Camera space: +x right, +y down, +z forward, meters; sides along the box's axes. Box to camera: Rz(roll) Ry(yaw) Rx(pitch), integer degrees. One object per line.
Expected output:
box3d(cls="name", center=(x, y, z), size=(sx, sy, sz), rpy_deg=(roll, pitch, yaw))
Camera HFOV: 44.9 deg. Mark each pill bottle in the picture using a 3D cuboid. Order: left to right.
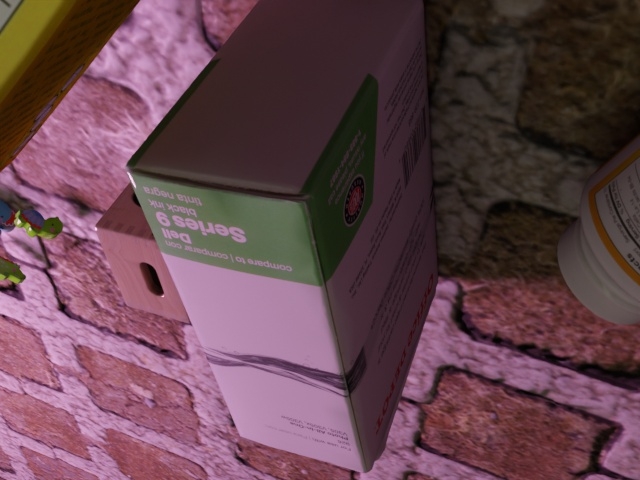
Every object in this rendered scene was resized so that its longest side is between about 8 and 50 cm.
box3d(cls="pill bottle", center=(0.242, -0.030, 0.467), size=(0.117, 0.117, 0.215), rpy_deg=(31, 142, -5))

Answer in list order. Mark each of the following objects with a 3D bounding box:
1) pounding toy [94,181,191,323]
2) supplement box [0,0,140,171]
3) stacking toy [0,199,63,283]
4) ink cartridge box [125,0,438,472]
box3d(cls="pounding toy", center=(-0.128, -0.005, 0.700), size=(0.100, 0.130, 0.141), rpy_deg=(12, 139, 18))
box3d(cls="supplement box", center=(-0.169, -0.184, 0.365), size=(0.194, 0.195, 0.356), rpy_deg=(41, 110, -15))
box3d(cls="stacking toy", center=(-0.407, -0.049, 0.884), size=(0.221, 0.052, 0.167), rpy_deg=(39, 142, -16))
box3d(cls="ink cartridge box", center=(0.000, 0.000, 0.566), size=(0.122, 0.211, 0.289), rpy_deg=(10, 138, 21))
